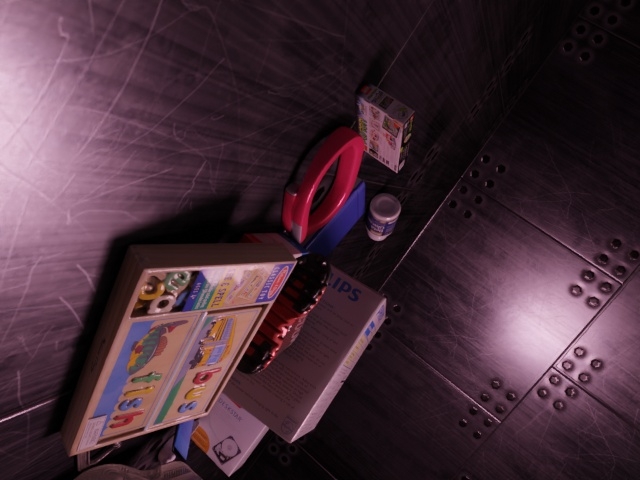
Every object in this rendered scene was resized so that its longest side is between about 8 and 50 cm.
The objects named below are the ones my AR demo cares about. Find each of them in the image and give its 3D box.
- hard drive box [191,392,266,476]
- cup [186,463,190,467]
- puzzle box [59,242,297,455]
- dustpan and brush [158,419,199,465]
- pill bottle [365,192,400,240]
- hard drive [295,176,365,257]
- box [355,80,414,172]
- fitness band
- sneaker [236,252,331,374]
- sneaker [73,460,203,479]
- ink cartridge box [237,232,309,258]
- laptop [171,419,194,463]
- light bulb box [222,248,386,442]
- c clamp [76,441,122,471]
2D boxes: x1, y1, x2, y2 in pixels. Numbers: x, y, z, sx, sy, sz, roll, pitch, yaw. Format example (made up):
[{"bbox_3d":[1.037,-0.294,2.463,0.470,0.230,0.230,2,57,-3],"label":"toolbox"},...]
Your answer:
[{"bbox_3d":[-0.255,0.540,1.521,0.232,0.181,0.089,-56,163,11],"label":"hard drive box"},{"bbox_3d":[-0.483,0.957,1.694,0.331,0.237,0.331,-48,164,-18],"label":"cup"},{"bbox_3d":[-0.232,0.175,0.835,0.272,0.052,0.408,-2,131,-46],"label":"puzzle box"},{"bbox_3d":[-0.403,0.579,1.402,0.147,0.060,0.211,-52,165,-2],"label":"dustpan and brush"},{"bbox_3d":[0.192,-0.067,1.613,0.094,0.094,0.169,-46,163,-22],"label":"pill bottle"},{"bbox_3d":[0.000,0.000,1.305,0.318,0.040,0.210,-49,165,-12],"label":"hard drive"},{"bbox_3d":[0.126,-0.222,1.032,0.036,0.114,0.207,-50,165,-10],"label":"box"},{"bbox_3d":[0.005,-0.109,1.063,0.209,0.054,0.290,-47,165,-28],"label":"fitness band"},{"bbox_3d":[-0.069,0.134,1.001,0.276,0.098,0.135,-54,169,12],"label":"sneaker"},{"bbox_3d":[-0.397,0.566,1.077,0.148,0.131,0.350,-60,146,-4],"label":"sneaker"},{"bbox_3d":[-0.125,0.058,0.997,0.134,0.078,0.231,-54,165,12],"label":"ink cartridge box"},{"bbox_3d":[-0.260,0.414,1.283,0.265,0.136,0.234,-26,156,-21],"label":"laptop"},{"bbox_3d":[-0.027,0.257,1.248,0.361,0.225,0.358,-56,166,-10],"label":"light bulb box"},{"bbox_3d":[-0.415,0.388,1.005,0.137,0.022,0.160,-32,156,-49],"label":"c clamp"}]
